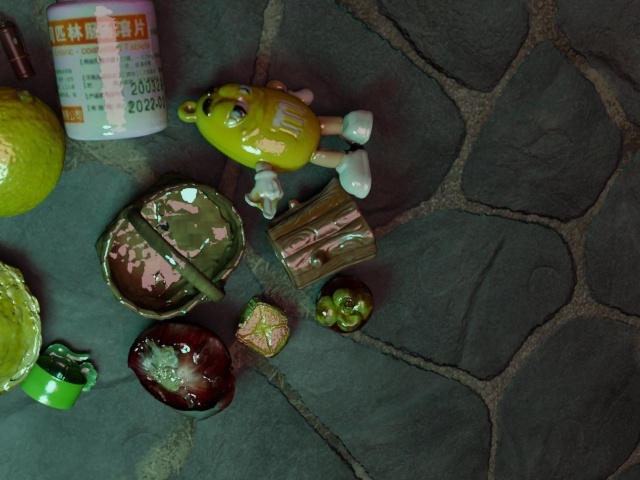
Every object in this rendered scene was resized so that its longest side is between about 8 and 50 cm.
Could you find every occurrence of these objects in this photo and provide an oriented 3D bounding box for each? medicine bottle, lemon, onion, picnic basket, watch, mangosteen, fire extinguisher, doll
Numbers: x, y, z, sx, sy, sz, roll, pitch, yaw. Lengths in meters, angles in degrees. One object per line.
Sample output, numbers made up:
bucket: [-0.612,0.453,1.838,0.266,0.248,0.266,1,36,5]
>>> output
medicine bottle: [-0.439,-0.410,1.560,0.219,0.219,0.388,-8,107,-17]
lemon: [-0.645,-0.177,1.540,0.267,0.267,0.267,-5,106,-18]
onion: [-0.312,0.290,1.816,0.272,0.195,0.272,13,131,15]
picnic basket: [-0.314,0.030,1.670,0.337,0.337,0.293,-45,113,-3]
watch: [-0.590,0.318,1.742,0.165,0.152,0.131,32,89,-22]
mangosteen: [0.068,0.172,1.910,0.156,0.181,0.146,-36,116,-4]
fire extinguisher: [-0.640,-0.403,1.592,0.056,0.039,0.132,-37,116,-42]
doll: [-0.072,-0.222,1.728,0.423,0.161,0.348,-17,67,-27]

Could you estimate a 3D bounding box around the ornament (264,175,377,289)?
ornament: [0.000,0.000,1.828,0.217,0.221,0.235,-28,124,-5]

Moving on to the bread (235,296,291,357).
bread: [-0.140,0.218,1.912,0.140,0.069,0.128,31,92,-20]

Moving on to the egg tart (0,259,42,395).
egg tart: [-0.766,0.191,1.620,0.345,0.132,0.345,-1,98,-6]
